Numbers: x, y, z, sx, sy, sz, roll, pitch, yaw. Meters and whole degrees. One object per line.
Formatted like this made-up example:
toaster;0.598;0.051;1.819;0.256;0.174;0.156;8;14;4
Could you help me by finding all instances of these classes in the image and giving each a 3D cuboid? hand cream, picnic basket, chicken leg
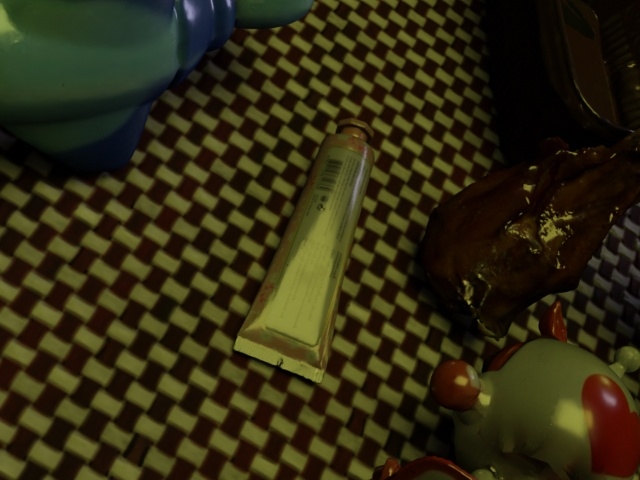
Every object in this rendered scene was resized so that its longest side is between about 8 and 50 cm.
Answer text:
hand cream;0.000;0.000;0.681;0.067;0.043;0.210;24;61;-9
picnic basket;0.253;-0.174;0.838;0.222;0.129;0.297;11;60;-22
chicken leg;0.206;-0.045;0.673;0.113;0.304;0.093;52;18;-1

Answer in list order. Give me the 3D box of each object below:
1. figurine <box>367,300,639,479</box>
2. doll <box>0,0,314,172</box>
figurine;0.140;0.140;0.611;0.183;0.160;0.226;38;47;-3
doll;-0.202;-0.189;0.594;0.365;0.187;0.376;28;73;0
